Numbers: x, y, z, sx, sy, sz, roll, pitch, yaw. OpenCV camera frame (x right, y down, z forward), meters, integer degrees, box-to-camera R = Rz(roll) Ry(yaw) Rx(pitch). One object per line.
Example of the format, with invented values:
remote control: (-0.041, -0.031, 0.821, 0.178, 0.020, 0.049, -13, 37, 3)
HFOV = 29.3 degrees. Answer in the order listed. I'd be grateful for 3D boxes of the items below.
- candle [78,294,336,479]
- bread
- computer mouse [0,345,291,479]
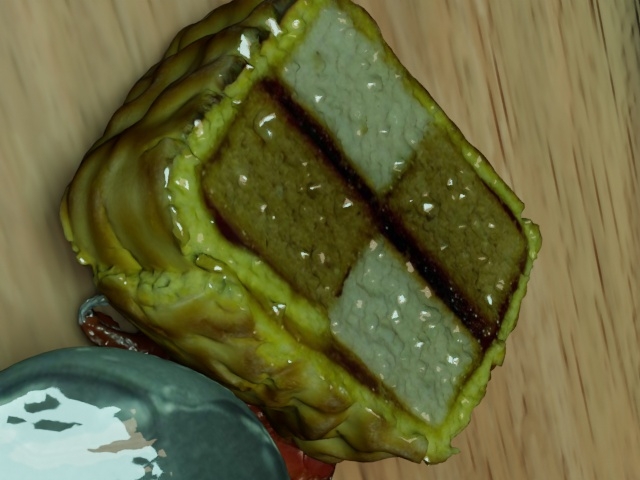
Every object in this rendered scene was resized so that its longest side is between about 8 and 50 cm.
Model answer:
candle: (-0.053, 0.075, 0.602, 0.162, 0.048, 0.053, 36, 50, -28)
bread: (0.000, 0.000, 0.574, 0.222, 0.096, 0.181, 45, 56, -28)
computer mouse: (-0.173, 0.174, 0.453, 0.379, 0.090, 0.167, -28, 86, -26)
